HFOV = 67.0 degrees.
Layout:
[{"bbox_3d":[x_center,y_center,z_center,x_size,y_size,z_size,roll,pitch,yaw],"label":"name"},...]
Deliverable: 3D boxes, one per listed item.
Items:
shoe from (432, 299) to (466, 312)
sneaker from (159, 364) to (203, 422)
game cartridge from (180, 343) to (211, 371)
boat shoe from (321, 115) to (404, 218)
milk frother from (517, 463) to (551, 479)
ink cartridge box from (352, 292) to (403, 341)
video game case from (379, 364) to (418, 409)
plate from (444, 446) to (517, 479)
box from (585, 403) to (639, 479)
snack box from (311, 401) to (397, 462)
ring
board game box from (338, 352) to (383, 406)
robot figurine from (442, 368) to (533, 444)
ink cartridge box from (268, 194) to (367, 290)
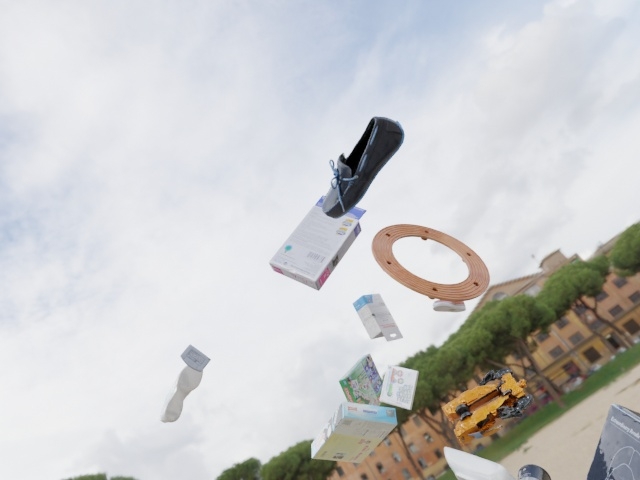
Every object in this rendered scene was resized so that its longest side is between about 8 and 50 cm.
[{"bbox_3d":[0.454,0.210,1.733,0.178,0.081,0.063,12,-28,-41],"label":"shoe"},{"bbox_3d":[-0.470,0.498,1.598,0.094,0.080,0.212,-29,25,45],"label":"sneaker"},{"bbox_3d":[-0.388,0.365,1.494,0.056,0.083,0.017,-51,-8,-35],"label":"game cartridge"},{"bbox_3d":[0.068,-0.163,1.040,0.089,0.109,0.258,18,-61,-33],"label":"boat shoe"},{"bbox_3d":[0.553,0.681,1.235,0.135,0.143,0.129,-17,-38,-60],"label":"milk frother"},{"bbox_3d":[0.198,0.276,1.672,0.104,0.180,0.060,2,-37,-47],"label":"ink cartridge box"},{"bbox_3d":[0.328,0.610,2.020,0.019,0.143,0.157,35,-115,-49],"label":"video game case"},{"bbox_3d":[0.411,0.580,1.050,0.045,0.277,0.278,-43,-4,-18],"label":"plate"},{"bbox_3d":[0.689,0.585,0.968,0.293,0.212,0.395,16,-87,-82],"label":"box"},{"bbox_3d":[0.106,0.654,1.630,0.187,0.060,0.322,13,-48,-15],"label":"snack box"},{"bbox_3d":[0.301,0.059,1.342,0.336,0.336,0.032,-12,-48,-35],"label":"ring"},{"bbox_3d":[0.202,0.671,2.207,0.046,0.213,0.317,-25,-4,25],"label":"board game box"},{"bbox_3d":[0.568,0.554,1.627,0.291,0.211,0.085,-31,-66,6],"label":"robot figurine"},{"bbox_3d":[0.000,0.000,1.548,0.311,0.186,0.065,-54,-33,-24],"label":"ink cartridge box"}]
